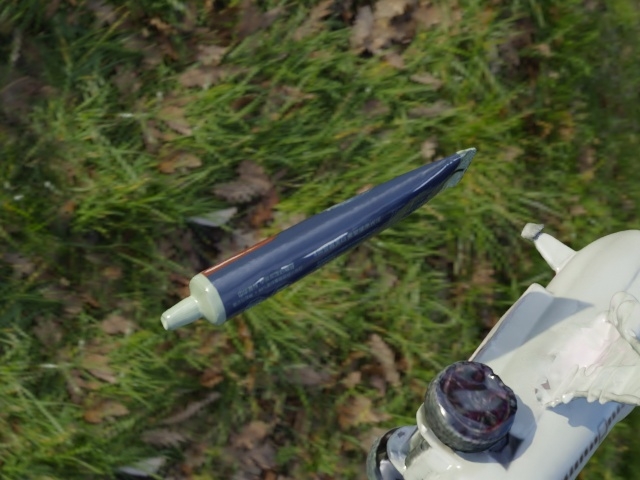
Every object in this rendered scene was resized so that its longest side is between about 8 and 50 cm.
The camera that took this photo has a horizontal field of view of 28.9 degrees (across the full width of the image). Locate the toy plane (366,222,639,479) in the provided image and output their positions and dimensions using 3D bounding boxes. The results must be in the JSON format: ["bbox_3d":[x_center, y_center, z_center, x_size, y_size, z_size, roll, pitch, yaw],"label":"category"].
[{"bbox_3d":[0.099,0.077,0.585,0.101,0.251,0.255,33,57,2],"label":"toy plane"}]

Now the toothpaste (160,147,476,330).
[{"bbox_3d":[0.000,0.000,0.479,0.140,0.037,0.021,-28,77,-19],"label":"toothpaste"}]
